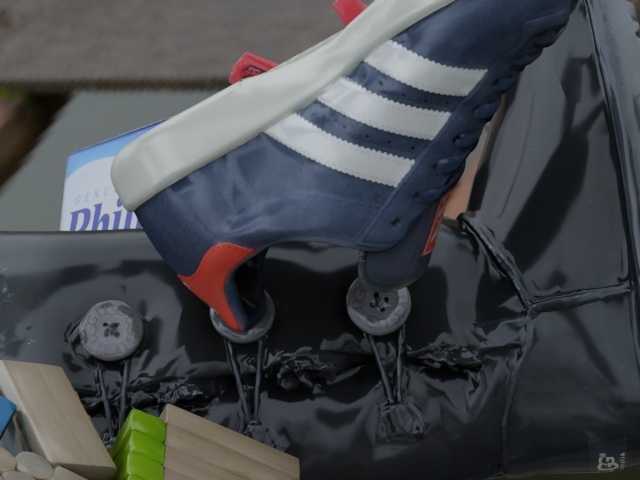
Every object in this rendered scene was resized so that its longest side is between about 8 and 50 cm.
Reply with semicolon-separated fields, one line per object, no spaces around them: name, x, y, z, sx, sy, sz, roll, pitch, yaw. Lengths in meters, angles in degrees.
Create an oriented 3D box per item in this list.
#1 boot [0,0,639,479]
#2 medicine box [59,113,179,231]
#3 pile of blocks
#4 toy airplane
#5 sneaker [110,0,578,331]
boot;0.000;0.002;1.165;0.445;0.146;0.367;-9;62;3
medicine box;-0.103;0.053;1.541;0.263;0.149;0.289;-13;69;50
pile of blocks;-0.172;0.145;0.909;0.113;0.362;0.149;-60;39;22
toy airplane;0.014;-0.111;1.291;0.151;0.151;0.028;-29;14;17
sneaker;0.056;-0.064;1.012;0.350;0.148;0.131;-29;3;24
